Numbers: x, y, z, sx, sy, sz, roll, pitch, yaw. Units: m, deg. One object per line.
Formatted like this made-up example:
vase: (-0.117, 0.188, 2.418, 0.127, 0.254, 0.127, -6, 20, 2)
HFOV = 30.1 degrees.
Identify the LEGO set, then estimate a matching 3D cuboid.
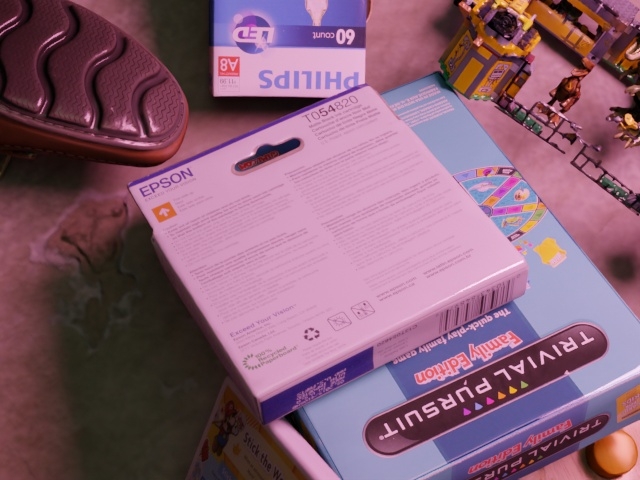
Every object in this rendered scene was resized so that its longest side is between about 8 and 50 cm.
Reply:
LEGO set: (0.283, -0.171, 0.992, 0.331, 0.192, 0.255, 43, 48, 9)

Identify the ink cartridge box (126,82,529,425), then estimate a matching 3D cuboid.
ink cartridge box: (0.000, 0.000, 0.884, 0.223, 0.045, 0.224, -24, 53, -15)

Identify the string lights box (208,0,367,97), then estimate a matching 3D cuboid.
string lights box: (-0.028, -0.253, 1.017, 0.133, 0.077, 0.260, -1, 99, -8)

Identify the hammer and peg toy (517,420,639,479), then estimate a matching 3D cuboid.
hammer and peg toy: (0.287, 0.283, 0.934, 0.265, 0.127, 0.361, -23, 79, -16)

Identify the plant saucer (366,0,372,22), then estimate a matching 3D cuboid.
plant saucer: (0.006, -0.218, 1.093, 0.083, 0.015, 0.083, 2, 75, -8)

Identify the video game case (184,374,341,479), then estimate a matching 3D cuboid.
video game case: (-0.049, 0.233, 0.823, 0.026, 0.227, 0.206, 15, 103, -32)

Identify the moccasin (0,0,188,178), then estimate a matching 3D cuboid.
moccasin: (-0.296, -0.124, 0.970, 0.380, 0.147, 0.139, 7, 59, -2)

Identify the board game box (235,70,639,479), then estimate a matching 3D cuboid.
board game box: (0.064, 0.039, 0.929, 0.253, 0.079, 0.336, -23, 54, -13)
